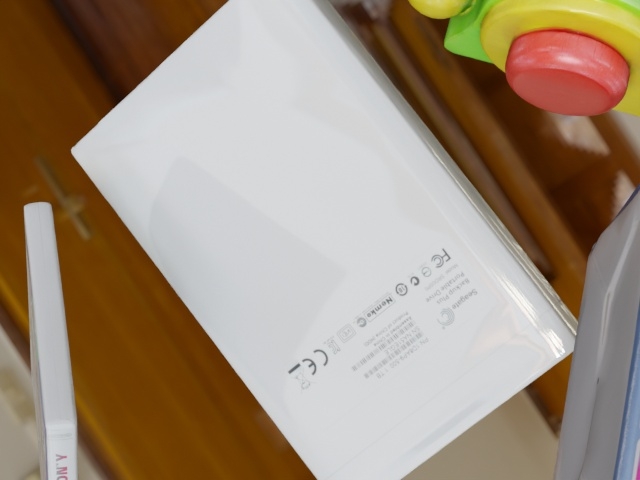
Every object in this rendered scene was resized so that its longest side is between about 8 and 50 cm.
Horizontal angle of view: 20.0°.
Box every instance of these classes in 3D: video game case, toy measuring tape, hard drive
[{"bbox_3d":[-0.190,0.107,1.274,0.023,0.201,0.183,-5,137,-11],"label":"video game case"},{"bbox_3d":[0.208,-0.115,1.013,0.121,0.330,0.121,15,90,-88],"label":"toy measuring tape"},{"bbox_3d":[0.000,0.000,1.349,0.233,0.353,0.047,-40,174,24],"label":"hard drive"}]

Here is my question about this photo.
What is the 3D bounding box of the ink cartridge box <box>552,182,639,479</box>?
[{"bbox_3d":[0.356,0.138,1.126,0.151,0.395,0.270,119,-14,-62],"label":"ink cartridge box"}]
